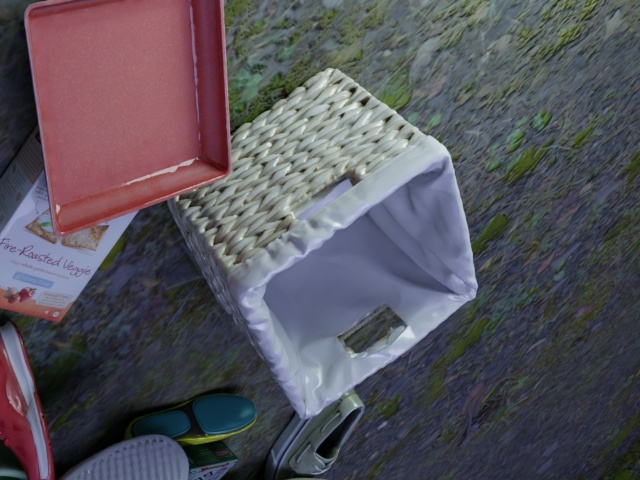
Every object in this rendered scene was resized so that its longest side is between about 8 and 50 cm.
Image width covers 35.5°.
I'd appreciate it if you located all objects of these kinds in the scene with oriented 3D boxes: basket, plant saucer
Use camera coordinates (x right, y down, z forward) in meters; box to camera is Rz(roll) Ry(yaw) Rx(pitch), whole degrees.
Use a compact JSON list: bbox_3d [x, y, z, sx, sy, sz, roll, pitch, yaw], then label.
[{"bbox_3d":[0.000,0.000,1.373,0.328,0.266,0.331,-35,142,-12],"label":"basket"},{"bbox_3d":[-0.218,-0.163,1.137,0.258,0.048,0.259,-24,125,-40],"label":"plant saucer"}]

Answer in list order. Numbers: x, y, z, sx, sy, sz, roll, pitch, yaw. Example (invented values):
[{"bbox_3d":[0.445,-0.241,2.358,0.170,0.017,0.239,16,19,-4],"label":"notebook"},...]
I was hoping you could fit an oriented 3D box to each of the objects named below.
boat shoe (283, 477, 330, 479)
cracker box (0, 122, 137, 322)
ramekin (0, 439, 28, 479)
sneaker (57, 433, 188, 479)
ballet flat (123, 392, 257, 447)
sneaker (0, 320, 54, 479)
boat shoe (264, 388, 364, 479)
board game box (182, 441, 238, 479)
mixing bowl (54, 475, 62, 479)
[{"bbox_3d":[-0.092,0.505,1.819,0.302,0.103,0.113,-1,138,-19],"label":"boat shoe"},{"bbox_3d":[-0.328,-0.020,1.218,0.156,0.067,0.232,23,107,-50],"label":"cracker box"},{"bbox_3d":[-0.521,0.369,1.336,0.303,0.148,0.303,-25,138,-24],"label":"ramekin"},{"bbox_3d":[-0.342,0.384,1.318,0.366,0.150,0.135,-36,98,-26],"label":"sneaker"},{"bbox_3d":[-0.216,0.303,1.628,0.231,0.077,0.077,-7,150,-35],"label":"ballet flat"},{"bbox_3d":[-0.421,0.223,1.272,0.128,0.221,0.087,-15,164,-18],"label":"sneaker"},{"bbox_3d":[-0.016,0.382,1.851,0.109,0.094,0.302,-3,127,-41],"label":"boat shoe"},{"bbox_3d":[-0.262,0.420,1.610,0.213,0.046,0.317,-46,166,2],"label":"board game box"},{"bbox_3d":[-0.404,0.424,1.514,0.181,0.098,0.181,-41,165,-13],"label":"mixing bowl"}]
